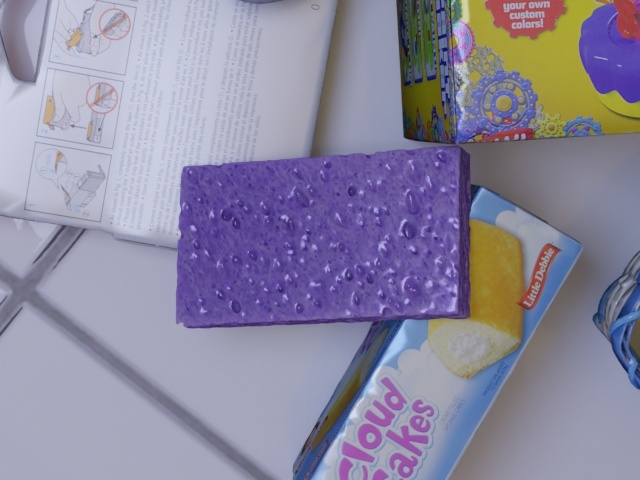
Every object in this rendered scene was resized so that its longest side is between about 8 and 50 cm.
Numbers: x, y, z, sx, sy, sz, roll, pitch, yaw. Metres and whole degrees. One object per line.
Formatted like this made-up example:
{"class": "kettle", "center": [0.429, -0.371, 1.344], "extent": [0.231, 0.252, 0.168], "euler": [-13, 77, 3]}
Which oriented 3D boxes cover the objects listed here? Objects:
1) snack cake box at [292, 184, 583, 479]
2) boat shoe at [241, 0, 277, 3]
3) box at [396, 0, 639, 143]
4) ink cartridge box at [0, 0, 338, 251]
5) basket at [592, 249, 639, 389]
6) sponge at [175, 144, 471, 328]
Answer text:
{"class": "snack cake box", "center": [0.080, 0.091, 1.120], "extent": [0.089, 0.152, 0.264], "euler": [30, 92, -5]}
{"class": "boat shoe", "center": [0.029, -0.267, 1.058], "extent": [0.267, 0.088, 0.096], "euler": [-38, 88, -22]}
{"class": "box", "center": [0.210, -0.163, 1.044], "extent": [0.290, 0.279, 0.177], "euler": [-3, 94, -2]}
{"class": "ink cartridge box", "center": [-0.125, -0.146, 1.132], "extent": [0.261, 0.066, 0.296], "euler": [10, 93, -5]}
{"class": "basket", "center": [0.334, 0.046, 1.061], "extent": [0.201, 0.289, 0.255], "euler": [41, 92, -6]}
{"class": "sponge", "center": [0.000, 0.000, 1.055], "extent": [0.210, 0.031, 0.117], "euler": [-3, 80, 20]}
